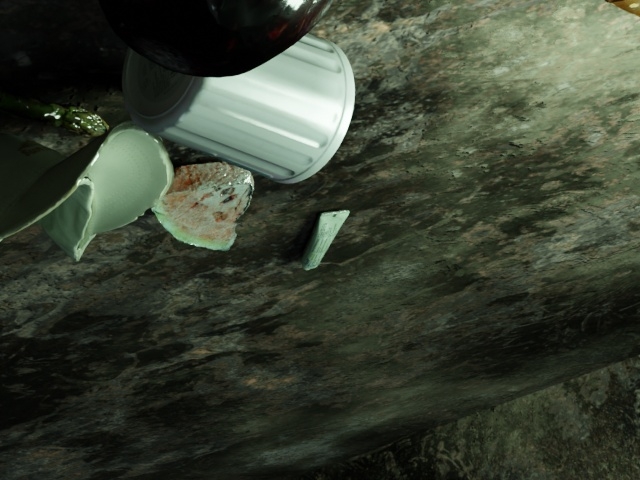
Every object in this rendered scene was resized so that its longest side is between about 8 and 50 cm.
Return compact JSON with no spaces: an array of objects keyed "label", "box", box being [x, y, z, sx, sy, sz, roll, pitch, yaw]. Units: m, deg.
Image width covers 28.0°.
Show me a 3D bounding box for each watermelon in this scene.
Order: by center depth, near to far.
[{"label":"watermelon","box":[-0.147,-0.063,1.720,0.139,0.071,0.187,-26,147,17]}]

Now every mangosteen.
[{"label":"mangosteen","box":[-0.102,-0.273,1.005,0.233,0.287,0.287,-43,154,3]}]

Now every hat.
[{"label":"hat","box":[-0.328,-0.073,1.473,0.301,0.168,0.258,-30,173,27]}]

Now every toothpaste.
[{"label":"toothpaste","box":[0.000,0.000,1.995,0.048,0.029,0.197,-7,156,-18]}]

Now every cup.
[{"label":"cup","box":[-0.108,-0.152,1.375,0.221,0.167,0.202,-30,149,36]}]

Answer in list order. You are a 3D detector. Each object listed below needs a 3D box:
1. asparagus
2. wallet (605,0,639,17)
[{"label":"asparagus","box":[-0.308,-0.145,1.471,0.165,0.030,0.036,12,140,-45]},{"label":"wallet","box":[0.375,-0.289,1.457,0.176,0.026,0.095,11,152,-43]}]
